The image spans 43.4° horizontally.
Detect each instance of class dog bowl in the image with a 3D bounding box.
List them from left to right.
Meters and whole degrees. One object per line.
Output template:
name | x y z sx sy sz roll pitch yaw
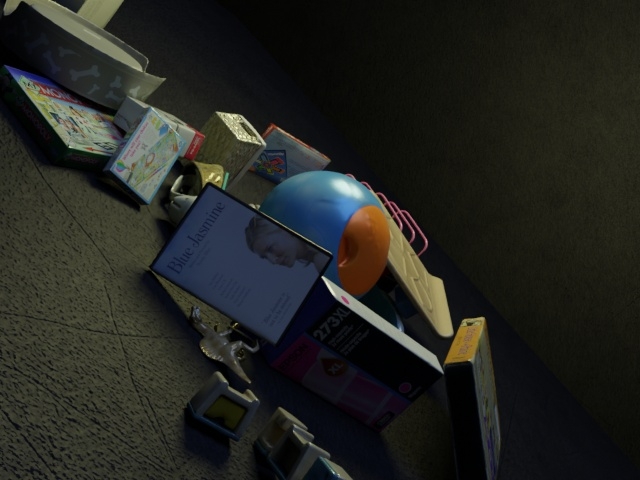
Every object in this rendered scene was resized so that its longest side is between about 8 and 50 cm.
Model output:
dog bowl | -0.494 -0.385 1.651 0.349 0.102 0.349 32 10 -7

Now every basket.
basket | -0.229 -0.202 1.852 0.113 0.167 0.103 50 22 21

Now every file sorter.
file sorter | 0.143 -0.036 2.340 0.291 0.182 0.202 30 21 -43

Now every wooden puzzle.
wooden puzzle | 0.191 0.063 2.008 0.348 0.080 0.322 50 17 -18

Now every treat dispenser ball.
treat dispenser ball | 0.000 0.000 1.656 0.288 0.288 0.288 41 15 -13

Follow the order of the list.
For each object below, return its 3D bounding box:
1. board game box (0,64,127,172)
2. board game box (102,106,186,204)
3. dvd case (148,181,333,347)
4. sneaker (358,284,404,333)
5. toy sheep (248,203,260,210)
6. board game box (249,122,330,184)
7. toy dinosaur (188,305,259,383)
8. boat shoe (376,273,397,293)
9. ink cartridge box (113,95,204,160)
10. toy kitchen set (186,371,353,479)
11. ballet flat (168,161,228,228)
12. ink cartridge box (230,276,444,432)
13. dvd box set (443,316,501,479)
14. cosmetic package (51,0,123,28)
board game box | -0.446 -0.214 1.533 0.213 0.046 0.317 49 16 16
board game box | -0.326 -0.157 1.500 0.026 0.154 0.103 0 -36 42
dvd case | -0.130 0.036 1.335 0.253 0.180 0.022 30 -12 7
sneaker | 0.167 0.194 1.970 0.092 0.087 0.228 38 18 -29
toy sheep | -0.138 -0.034 1.787 0.132 0.091 0.091 30 20 -28
board game box | -0.099 -0.227 2.290 0.281 0.145 0.027 24 24 -53
toy dinosaur | -0.147 0.178 1.283 0.093 0.053 0.183 0 37 -49
boat shoe | 0.101 0.024 2.076 0.335 0.095 0.112 54 3 -38
ink cartridge box | -0.326 -0.226 1.626 0.109 0.063 0.150 34 8 27
toy kitchen set | -0.085 0.290 1.053 0.166 0.122 0.207 36 -3 -27
ballet flat | -0.242 -0.066 1.577 0.123 0.123 0.348 38 17 -22
ink cartridge box | 0.035 0.195 1.437 0.371 0.176 0.069 37 17 -25
dvd box set | 0.326 0.350 1.689 0.420 0.062 0.307 -24 107 -74
cosmetic package | -0.620 -0.622 1.971 0.197 0.155 0.365 38 17 -12
